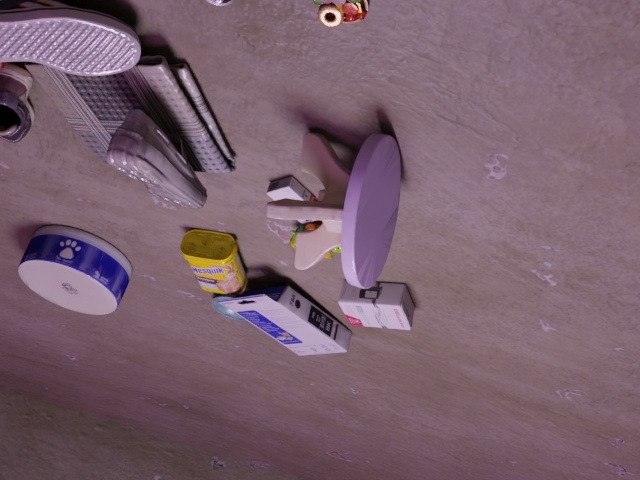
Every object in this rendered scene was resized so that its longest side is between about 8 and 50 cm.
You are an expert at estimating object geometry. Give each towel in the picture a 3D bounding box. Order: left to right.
[{"bbox_3d":[-0.347,-0.242,1.713,0.312,0.056,0.324,6,150,23],"label":"towel"}]

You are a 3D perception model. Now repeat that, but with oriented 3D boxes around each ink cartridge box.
[{"bbox_3d":[-0.085,0.186,2.231,0.165,0.065,0.333,-8,147,37],"label":"ink cartridge box"},{"bbox_3d":[-0.047,-0.080,1.836,0.063,0.029,0.115,-13,139,40],"label":"ink cartridge box"},{"bbox_3d":[0.130,0.147,2.082,0.150,0.063,0.109,2,146,22],"label":"ink cartridge box"}]

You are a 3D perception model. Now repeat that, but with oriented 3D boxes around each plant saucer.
[{"bbox_3d":[-0.216,0.165,2.324,0.119,0.021,0.119,12,148,8],"label":"plant saucer"}]

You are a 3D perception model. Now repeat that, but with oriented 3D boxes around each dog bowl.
[{"bbox_3d":[-0.614,0.078,2.297,0.265,0.104,0.265,12,149,7],"label":"dog bowl"}]

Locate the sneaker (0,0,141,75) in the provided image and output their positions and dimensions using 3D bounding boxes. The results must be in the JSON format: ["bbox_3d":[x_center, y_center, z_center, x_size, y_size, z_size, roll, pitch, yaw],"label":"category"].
[{"bbox_3d":[-0.457,-0.358,1.506,0.321,0.127,0.126,3,139,-14],"label":"sneaker"}]

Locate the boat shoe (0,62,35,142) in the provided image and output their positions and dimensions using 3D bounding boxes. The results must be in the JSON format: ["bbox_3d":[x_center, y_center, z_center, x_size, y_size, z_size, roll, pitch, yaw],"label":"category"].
[{"bbox_3d":[-0.608,-0.246,1.760,0.103,0.092,0.285,21,158,-15],"label":"boat shoe"}]

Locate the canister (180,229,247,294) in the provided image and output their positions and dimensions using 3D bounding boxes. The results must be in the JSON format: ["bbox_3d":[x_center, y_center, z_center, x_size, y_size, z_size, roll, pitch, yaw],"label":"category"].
[{"bbox_3d":[-0.240,0.054,2.106,0.126,0.073,0.170,8,150,14],"label":"canister"}]

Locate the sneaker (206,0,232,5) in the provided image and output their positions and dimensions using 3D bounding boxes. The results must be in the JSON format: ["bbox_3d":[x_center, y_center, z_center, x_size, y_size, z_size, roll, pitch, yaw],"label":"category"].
[{"bbox_3d":[-0.170,-0.387,1.394,0.083,0.032,0.037,21,149,-8],"label":"sneaker"}]

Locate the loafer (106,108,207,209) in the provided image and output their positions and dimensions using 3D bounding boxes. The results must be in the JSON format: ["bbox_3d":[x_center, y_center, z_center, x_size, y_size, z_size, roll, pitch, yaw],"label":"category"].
[{"bbox_3d":[-0.281,-0.140,1.686,0.112,0.111,0.319,17,170,16],"label":"loafer"}]

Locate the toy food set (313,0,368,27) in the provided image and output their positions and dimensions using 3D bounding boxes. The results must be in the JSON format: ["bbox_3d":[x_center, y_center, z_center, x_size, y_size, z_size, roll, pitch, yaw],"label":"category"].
[{"bbox_3d":[0.030,-0.351,1.363,0.083,0.020,0.082,5,147,20],"label":"toy food set"}]

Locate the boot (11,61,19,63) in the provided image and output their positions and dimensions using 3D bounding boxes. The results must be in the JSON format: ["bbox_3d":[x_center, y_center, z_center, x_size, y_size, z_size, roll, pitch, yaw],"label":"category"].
[{"bbox_3d":[-0.543,-0.360,1.616,0.087,0.042,0.118,-8,149,23],"label":"boot"}]

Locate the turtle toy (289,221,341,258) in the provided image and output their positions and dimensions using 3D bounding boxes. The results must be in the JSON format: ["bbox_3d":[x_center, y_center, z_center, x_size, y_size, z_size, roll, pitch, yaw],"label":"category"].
[{"bbox_3d":[0.000,0.000,1.902,0.130,0.066,0.095,22,176,-17],"label":"turtle toy"}]

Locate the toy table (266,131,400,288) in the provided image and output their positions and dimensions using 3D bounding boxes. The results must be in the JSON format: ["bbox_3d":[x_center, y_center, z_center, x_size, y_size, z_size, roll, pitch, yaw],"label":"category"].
[{"bbox_3d":[0.035,-0.063,1.646,0.161,0.274,0.252,13,-176,27],"label":"toy table"}]
